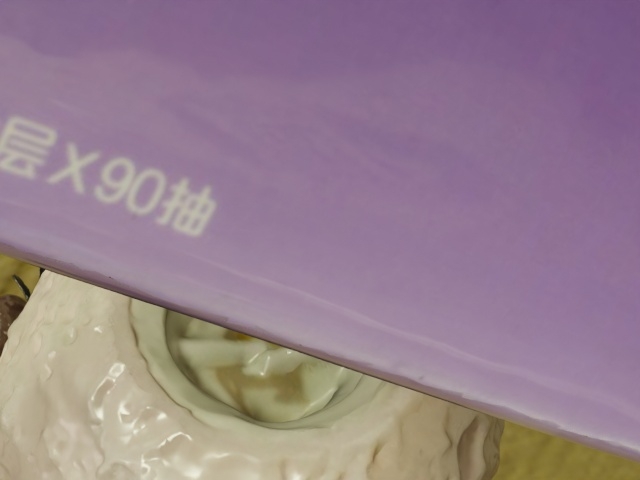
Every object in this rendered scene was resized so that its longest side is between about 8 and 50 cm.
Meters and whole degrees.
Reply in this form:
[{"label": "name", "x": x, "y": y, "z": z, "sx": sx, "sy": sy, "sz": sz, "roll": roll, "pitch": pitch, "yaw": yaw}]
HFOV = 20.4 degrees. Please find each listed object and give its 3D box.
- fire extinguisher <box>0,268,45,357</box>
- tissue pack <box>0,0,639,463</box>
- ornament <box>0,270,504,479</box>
[{"label": "fire extinguisher", "x": -0.229, "y": 0.074, "z": 1.165, "sx": 0.045, "sy": 0.157, "sz": 0.078, "roll": -25, "pitch": 95, "yaw": -62}, {"label": "tissue pack", "x": 0.027, "y": -0.090, "z": 0.422, "sx": 0.338, "sy": 0.160, "sz": 0.242, "roll": 19, "pitch": 95, "yaw": -27}, {"label": "ornament", "x": -0.039, "y": 0.093, "z": 0.897, "sx": 0.259, "sy": 0.225, "sz": 0.259, "roll": 6, "pitch": 54, "yaw": -8}]
